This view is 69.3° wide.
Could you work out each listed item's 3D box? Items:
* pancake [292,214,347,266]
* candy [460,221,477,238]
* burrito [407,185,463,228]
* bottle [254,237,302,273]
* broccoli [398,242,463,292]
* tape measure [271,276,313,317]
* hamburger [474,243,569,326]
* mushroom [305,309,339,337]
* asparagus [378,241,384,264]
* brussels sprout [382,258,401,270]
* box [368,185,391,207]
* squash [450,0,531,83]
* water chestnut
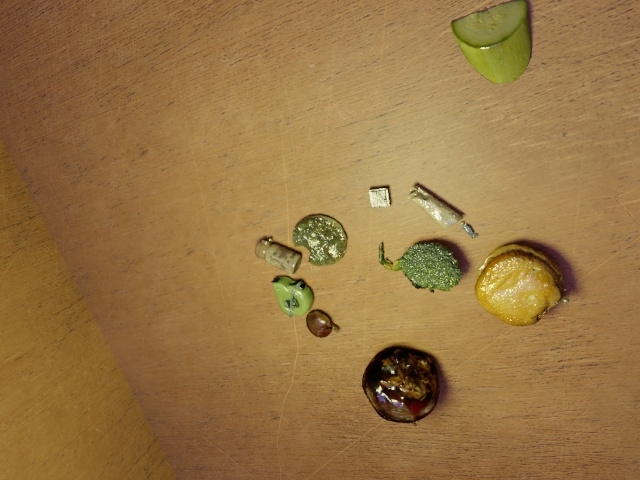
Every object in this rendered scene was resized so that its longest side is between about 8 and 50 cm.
[{"bbox_3d":[0.000,0.000,2.018,0.253,0.037,0.253,7,114,17],"label":"pancake"},{"bbox_3d":[0.573,-0.041,1.788,0.030,0.020,0.083,-38,92,29],"label":"candy"},{"bbox_3d":[0.433,-0.127,1.785,0.226,0.060,0.087,38,118,2],"label":"burrito"},{"bbox_3d":[-0.193,0.063,2.083,0.209,0.097,0.110,24,105,11],"label":"bottle"},{"bbox_3d":[0.428,0.104,1.822,0.176,0.198,0.226,25,156,-27],"label":"broccoli"},{"bbox_3d":[-0.122,0.266,2.131,0.175,0.106,0.200,-3,111,26],"label":"tape measure"},{"bbox_3d":[0.742,0.168,1.723,0.314,0.170,0.290,35,122,4],"label":"hamburger"},{"bbox_3d":[0.006,0.395,2.151,0.170,0.080,0.135,14,125,19],"label":"mushroom"},{"bbox_3d":[0.255,0.053,1.948,0.021,0.025,0.108,-3,108,1],"label":"asparagus"},{"bbox_3d":[0.302,0.104,1.937,0.083,0.046,0.051,6,118,20],"label":"brussels sprout"},{"bbox_3d":[0.236,-0.173,1.856,0.083,0.035,0.079,-4,109,22],"label":"box"},{"bbox_3d":[0.578,-0.646,1.546,0.237,0.155,0.204,-10,70,26],"label":"squash"},{"bbox_3d":[0.347,0.603,1.969,0.335,0.335,0.347,20,148,13],"label":"water chestnut"}]
